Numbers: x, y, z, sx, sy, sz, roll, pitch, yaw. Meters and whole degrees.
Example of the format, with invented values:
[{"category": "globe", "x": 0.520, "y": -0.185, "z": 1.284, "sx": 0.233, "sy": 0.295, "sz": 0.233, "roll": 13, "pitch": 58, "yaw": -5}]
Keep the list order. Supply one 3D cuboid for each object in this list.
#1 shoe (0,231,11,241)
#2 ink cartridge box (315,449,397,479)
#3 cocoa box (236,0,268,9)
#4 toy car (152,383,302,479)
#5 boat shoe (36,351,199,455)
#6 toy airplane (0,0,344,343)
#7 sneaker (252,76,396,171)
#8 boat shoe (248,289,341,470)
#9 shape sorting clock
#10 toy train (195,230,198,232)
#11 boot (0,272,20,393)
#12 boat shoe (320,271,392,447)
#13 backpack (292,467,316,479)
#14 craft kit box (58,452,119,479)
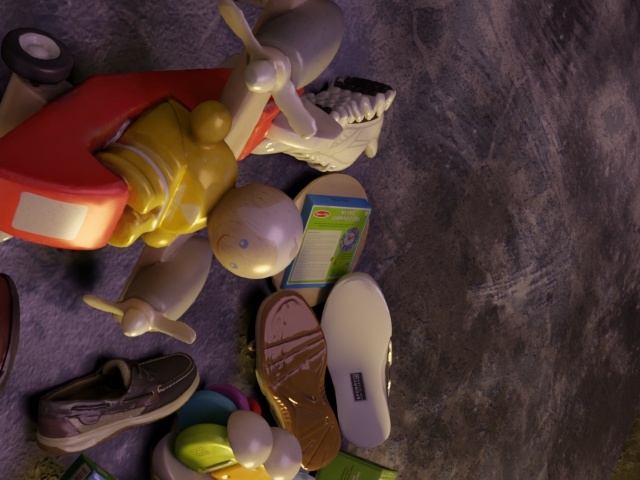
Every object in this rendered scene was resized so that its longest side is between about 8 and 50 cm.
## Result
[{"category": "shoe", "x": -0.288, "y": -0.081, "z": 1.014, "sx": 0.178, "sy": 0.063, "sz": 0.081, "roll": -45, "pitch": 138, "yaw": -30}, {"category": "ink cartridge box", "x": 0.023, "y": 0.459, "z": 1.540, "sx": 0.189, "sy": 0.097, "sz": 0.255, "roll": 51, "pitch": 58, "yaw": -72}, {"category": "cocoa box", "x": -0.111, "y": -0.386, "z": 0.896, "sx": 0.347, "sy": 0.227, "sz": 0.232, "roll": 64, "pitch": 43, "yaw": -85}, {"category": "toy car", "x": -0.122, "y": 0.256, "z": 1.306, "sx": 0.182, "sy": 0.159, "sz": 0.136, "roll": 41, "pitch": 34, "yaw": -50}, {"category": "boat shoe", "x": -0.231, "y": 0.174, "z": 1.165, "sx": 0.223, "sy": 0.080, "sz": 0.074, "roll": -23, "pitch": 125, "yaw": -43}, {"category": "toy airplane", "x": -0.101, "y": -0.076, "z": 0.956, "sx": 0.384, "sy": 0.272, "sz": 0.386, "roll": -39, "pitch": 159, "yaw": -6}, {"category": "sneaker", "x": 0.000, "y": -0.143, "z": 1.355, "sx": 0.292, "sy": 0.110, "sz": 0.118, "roll": -21, "pitch": 127, "yaw": -48}, {"category": "boat shoe", "x": -0.046, "y": 0.195, "z": 1.427, "sx": 0.104, "sy": 0.089, "sz": 0.285, "roll": -19, "pitch": 114, "yaw": -23}, {"category": "shape sorting clock", "x": 0.000, "y": 0.000, "z": 1.447, "sx": 0.206, "sy": 0.040, "sz": 0.206, "roll": -30, "pitch": 135, "yaw": -36}, {"category": "toy train", "x": -0.181, "y": 0.021, "z": 1.224, "sx": 0.036, "sy": 0.027, "sz": 0.158, "roll": 27, "pitch": 79, "yaw": -50}, {"category": "boot", "x": -0.433, "y": 0.104, "z": 0.893, "sx": 0.280, "sy": 0.096, "sz": 0.264, "roll": 37, "pitch": 79, "yaw": -44}, {"category": "boat shoe", "x": 0.064, "y": 0.173, "z": 1.548, "sx": 0.102, "sy": 0.108, "sz": 0.301, "roll": -81, "pitch": 164, "yaw": -63}, {"category": "backpack", "x": -0.068, "y": 0.370, "z": 1.446, "sx": 0.105, "sy": 0.084, "sz": 0.114, "roll": 35, "pitch": 76, "yaw": -50}, {"category": "craft kit box", "x": -0.261, "y": 0.406, "z": 1.129, "sx": 0.250, "sy": 0.061, "sz": 0.247, "roll": -49, "pitch": 121, "yaw": -11}]
